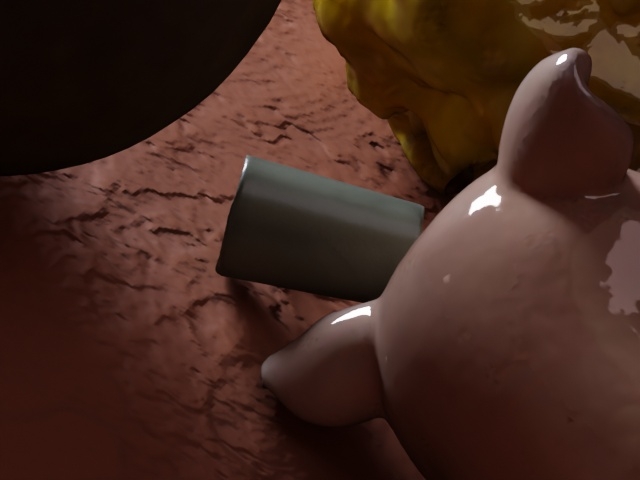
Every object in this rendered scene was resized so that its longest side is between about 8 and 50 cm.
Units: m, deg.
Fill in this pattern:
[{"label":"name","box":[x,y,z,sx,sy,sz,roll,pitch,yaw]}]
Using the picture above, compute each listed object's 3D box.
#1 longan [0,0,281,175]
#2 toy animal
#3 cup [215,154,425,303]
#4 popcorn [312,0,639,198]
[{"label":"longan","box":[-0.134,-0.143,0.665,0.258,0.258,0.258,26,30,-17]},{"label":"toy animal","box":[0.145,0.082,0.669,0.213,0.195,0.256,14,32,-48]},{"label":"cup","box":[-0.001,0.004,0.758,0.083,0.075,0.054,14,55,0]},{"label":"popcorn","box":[0.111,-0.100,0.926,0.191,0.190,0.253,-31,78,-27]}]
